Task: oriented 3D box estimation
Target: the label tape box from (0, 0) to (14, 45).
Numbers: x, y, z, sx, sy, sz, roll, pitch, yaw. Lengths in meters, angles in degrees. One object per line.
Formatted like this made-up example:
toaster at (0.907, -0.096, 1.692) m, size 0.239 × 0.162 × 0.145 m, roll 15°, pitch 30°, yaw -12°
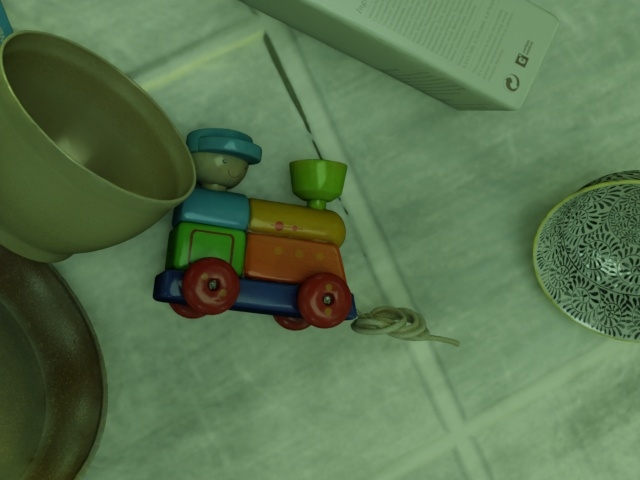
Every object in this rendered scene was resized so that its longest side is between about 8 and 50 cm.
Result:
label tape box at (-0.396, -0.178, 0.600) m, size 0.347 × 0.115 × 0.249 m, roll -31°, pitch 105°, yaw -49°

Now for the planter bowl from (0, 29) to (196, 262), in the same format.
planter bowl at (-0.184, -0.053, 0.687) m, size 0.162 × 0.162 × 0.109 m, roll 39°, pitch 113°, yaw -16°

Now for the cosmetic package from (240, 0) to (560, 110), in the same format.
cosmetic package at (0.051, -0.182, 0.742) m, size 0.231 × 0.117 × 0.086 m, roll 25°, pitch 90°, yaw -18°

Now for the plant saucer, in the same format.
plant saucer at (-0.287, 0.072, 0.618) m, size 0.310 × 0.311 × 0.050 m, roll 32°, pitch 120°, yaw -16°

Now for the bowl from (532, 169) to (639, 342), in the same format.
bowl at (0.275, -0.001, 0.828) m, size 0.170 × 0.170 × 0.080 m, roll 48°, pitch 41°, yaw -15°

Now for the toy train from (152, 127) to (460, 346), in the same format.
toy train at (0.000, 0.000, 0.768) m, size 0.247 × 0.105 × 0.144 m, roll 8°, pitch 82°, yaw -16°
